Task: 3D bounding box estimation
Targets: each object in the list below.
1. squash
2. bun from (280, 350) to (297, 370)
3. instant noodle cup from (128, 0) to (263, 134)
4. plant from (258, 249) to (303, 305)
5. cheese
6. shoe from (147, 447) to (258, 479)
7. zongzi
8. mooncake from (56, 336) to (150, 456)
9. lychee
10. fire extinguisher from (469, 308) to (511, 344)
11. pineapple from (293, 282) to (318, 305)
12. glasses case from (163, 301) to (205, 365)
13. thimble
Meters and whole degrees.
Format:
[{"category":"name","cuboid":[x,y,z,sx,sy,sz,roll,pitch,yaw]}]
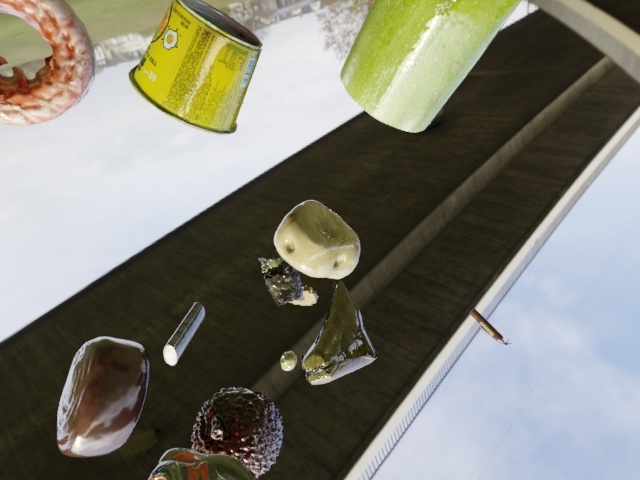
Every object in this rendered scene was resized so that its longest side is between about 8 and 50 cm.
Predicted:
[{"category":"squash","cuboid":[0.233,-0.463,0.903,0.263,0.384,0.263,17,-133,-19]},{"category":"bun","cuboid":[-0.143,0.519,1.833,0.086,0.055,0.086,-34,-145,29]},{"category":"instant noodle cup","cuboid":[-0.324,-0.488,1.163,0.254,0.326,0.325,-54,-158,27]},{"category":"plant","cuboid":[-0.144,0.133,1.563,0.143,0.203,0.131,-12,-172,10]},{"category":"cheese","cuboid":[0.000,0.000,1.055,0.218,0.117,0.235,27,-148,-11]},{"category":"shoe","cuboid":[-0.303,0.614,1.012,0.337,0.132,0.171,-2,-166,27]},{"category":"zongzi","cuboid":[0.025,0.245,1.217,0.123,0.289,0.260,-29,162,35]},{"category":"mooncake","cuboid":[-0.649,0.438,1.242,0.334,0.174,0.325,40,-78,46]},{"category":"lychee","cuboid":[-0.267,0.636,1.382,0.306,0.330,0.305,-11,-127,15]},{"category":"fire extinguisher","cuboid":[0.612,0.323,1.535,0.173,0.049,0.035,47,-147,17]},{"category":"pineapple","cuboid":[-0.110,0.276,2.115,0.221,0.221,0.047,-2,-126,22]},{"category":"glasses case","cuboid":[-0.574,0.389,1.794,0.060,0.114,0.299,10,-154,3]},{"category":"thimble","cuboid":[-0.482,-0.295,0.651,0.239,0.239,0.162,-24,-150,-10]}]
